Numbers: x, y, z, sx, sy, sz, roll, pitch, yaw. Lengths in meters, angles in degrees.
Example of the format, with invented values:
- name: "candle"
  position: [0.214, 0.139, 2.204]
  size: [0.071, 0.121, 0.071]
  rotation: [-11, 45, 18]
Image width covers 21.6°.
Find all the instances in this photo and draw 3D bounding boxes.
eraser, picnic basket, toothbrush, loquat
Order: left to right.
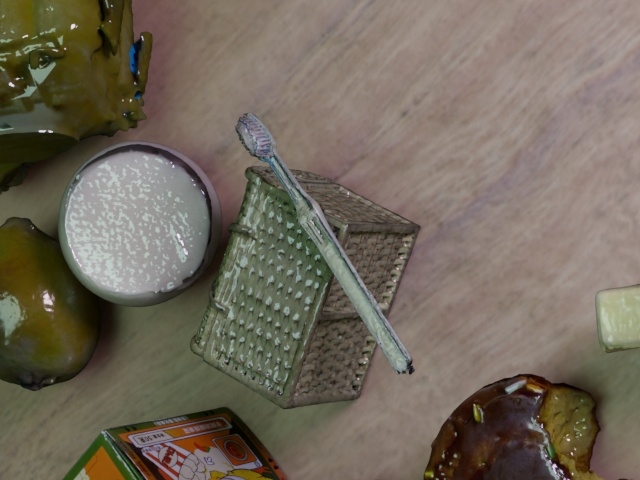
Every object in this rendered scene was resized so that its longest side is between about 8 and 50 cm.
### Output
- name: "loquat"
  position: [-0.319, 0.070, 1.842]
  size: [0.152, 0.152, 0.195]
  rotation: [-19, 73, 34]
- name: "picnic basket"
  position: [-0.024, 0.041, 1.637]
  size: [0.154, 0.134, 0.196]
  rotation: [28, 108, 33]
- name: "toothbrush"
  position: [0.003, 0.000, 1.524]
  size: [0.026, 0.028, 0.294]
  rotation: [-43, 73, 28]
- name: "eraser"
  position: [0.330, 0.058, 1.398]
  size: [0.172, 0.117, 0.058]
  rotation: [-9, 83, 35]

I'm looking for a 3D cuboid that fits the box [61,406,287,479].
- name: "box"
  position: [-0.143, 0.283, 1.691]
  size: [0.148, 0.195, 0.177]
  rotation: [-49, 65, 27]

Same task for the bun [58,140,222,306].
- name: "bun"
  position: [-0.188, -0.018, 1.754]
  size: [0.172, 0.120, 0.173]
  rotation: [0, 89, 0]

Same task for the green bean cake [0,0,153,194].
- name: "green bean cake"
  position: [-0.325, -0.164, 1.787]
  size: [0.309, 0.285, 0.202]
  rotation: [-8, 62, 13]

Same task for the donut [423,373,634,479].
- name: "donut"
  position: [0.203, 0.240, 1.509]
  size: [0.230, 0.096, 0.216]
  rotation: [40, 116, 27]
